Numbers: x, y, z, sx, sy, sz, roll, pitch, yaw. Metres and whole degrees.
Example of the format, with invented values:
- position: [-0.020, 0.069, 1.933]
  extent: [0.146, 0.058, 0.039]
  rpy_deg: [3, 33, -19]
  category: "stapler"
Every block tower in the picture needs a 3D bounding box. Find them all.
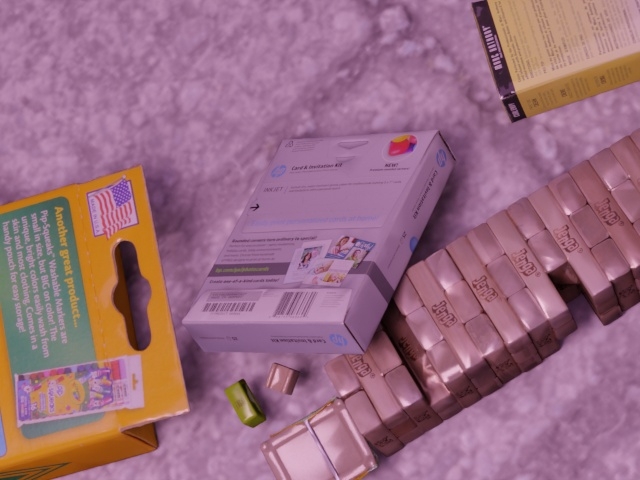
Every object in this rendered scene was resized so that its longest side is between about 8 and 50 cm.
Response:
- position: [0.160, 0.025, 1.326]
  extent: [0.335, 0.097, 0.091]
  rpy_deg: [-31, 69, 3]
  category: "block tower"

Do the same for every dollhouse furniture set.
- position: [-0.016, 0.123, 1.371]
  extent: [0.076, 0.058, 0.151]
  rpy_deg: [-32, 77, 10]
  category: "dollhouse furniture set"

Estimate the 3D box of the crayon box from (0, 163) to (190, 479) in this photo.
- position: [-0.255, 0.088, 1.424]
  extent: [0.323, 0.083, 0.203]
  rpy_deg: [-16, 70, 11]
  category: "crayon box"

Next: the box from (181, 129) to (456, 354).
- position: [0.000, 0.000, 1.344]
  extent: [0.145, 0.038, 0.186]
  rpy_deg: [-2, 48, 35]
  category: "box"

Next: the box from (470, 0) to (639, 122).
- position: [0.236, -0.169, 1.382]
  extent: [0.232, 0.058, 0.087]
  rpy_deg: [-19, 70, 9]
  category: "box"
